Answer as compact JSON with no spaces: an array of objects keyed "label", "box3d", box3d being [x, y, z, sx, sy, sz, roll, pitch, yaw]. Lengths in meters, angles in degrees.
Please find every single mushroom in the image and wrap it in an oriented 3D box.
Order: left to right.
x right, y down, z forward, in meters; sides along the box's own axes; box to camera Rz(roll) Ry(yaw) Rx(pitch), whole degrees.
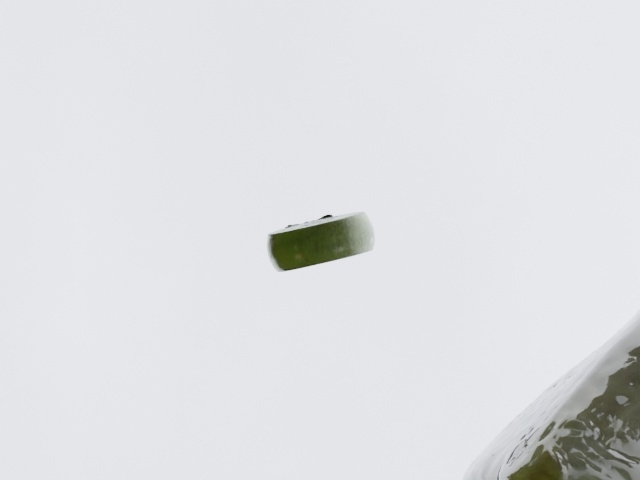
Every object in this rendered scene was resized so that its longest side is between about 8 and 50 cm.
[{"label":"mushroom","box3d":[0.220,0.071,0.724,0.137,0.407,0.154,44,-38,25]}]

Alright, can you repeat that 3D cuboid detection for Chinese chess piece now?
[{"label":"Chinese chess piece","box3d":[0.000,0.000,1.049,0.084,0.084,0.034,-12,-87,33]}]
